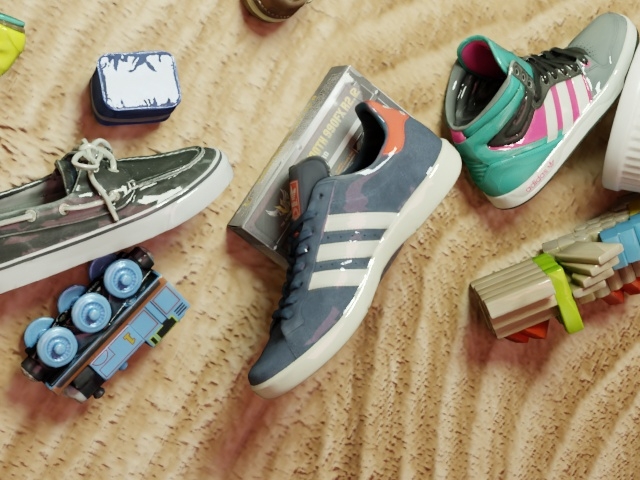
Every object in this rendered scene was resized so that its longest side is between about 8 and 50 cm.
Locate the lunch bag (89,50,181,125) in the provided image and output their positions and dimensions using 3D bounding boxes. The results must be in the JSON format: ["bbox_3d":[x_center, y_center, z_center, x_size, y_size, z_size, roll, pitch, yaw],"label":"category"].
[{"bbox_3d":[-0.196,-0.162,1.229,0.098,0.065,0.067,-5,80,-23],"label":"lunch bag"}]

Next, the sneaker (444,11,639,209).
[{"bbox_3d":[0.255,-0.204,1.402,0.178,0.124,0.295,43,78,-30],"label":"sneaker"}]

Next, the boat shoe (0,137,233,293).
[{"bbox_3d":[-0.240,-0.049,1.190,0.306,0.113,0.105,-22,117,-12],"label":"boat shoe"}]

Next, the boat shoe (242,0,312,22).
[{"bbox_3d":[0.008,-0.360,1.288,0.095,0.095,0.257,28,82,-23],"label":"boat shoe"}]

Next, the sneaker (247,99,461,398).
[{"bbox_3d":[0.000,0.000,1.242,0.148,0.131,0.350,38,74,-14],"label":"sneaker"}]

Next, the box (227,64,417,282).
[{"bbox_3d":[0.029,-0.059,1.340,0.183,0.056,0.231,36,79,-21],"label":"box"}]

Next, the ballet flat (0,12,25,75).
[{"bbox_3d":[-0.406,-0.225,1.129,0.231,0.077,0.077,23,98,-25],"label":"ballet flat"}]

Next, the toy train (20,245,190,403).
[{"bbox_3d":[-0.231,0.093,1.224,0.184,0.080,0.105,-48,116,-14],"label":"toy train"}]

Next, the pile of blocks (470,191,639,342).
[{"bbox_3d":[0.357,0.044,1.443,0.362,0.149,0.112,-28,104,-20],"label":"pile of blocks"}]

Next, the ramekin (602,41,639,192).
[{"bbox_3d":[0.431,-0.151,1.422,0.109,0.207,0.207,16,86,18],"label":"ramekin"}]
